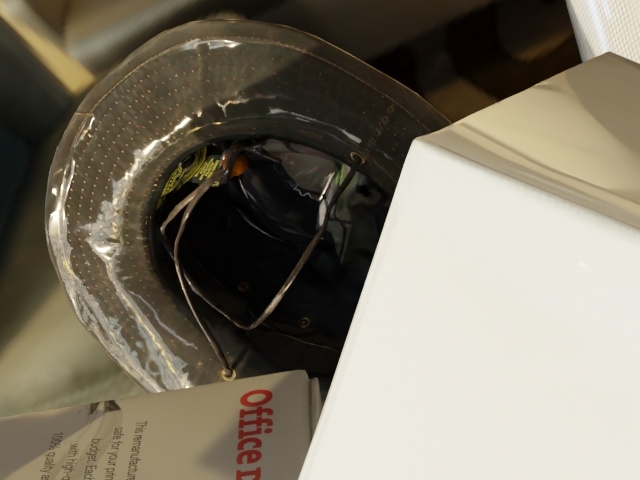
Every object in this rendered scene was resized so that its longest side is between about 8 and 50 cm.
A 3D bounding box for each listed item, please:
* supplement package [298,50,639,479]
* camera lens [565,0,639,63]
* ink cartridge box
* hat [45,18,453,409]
[{"bbox_3d":[0.099,0.114,0.429,0.198,0.199,0.262,-29,-40,-66],"label":"supplement package"},{"bbox_3d":[0.249,-0.082,0.829,0.219,0.219,0.274,-24,67,30],"label":"camera lens"},{"bbox_3d":[-0.124,0.171,0.780,0.273,0.114,0.197,-10,22,3],"label":"ink cartridge box"},{"bbox_3d":[0.000,0.000,1.037,0.331,0.331,0.134,-24,12,30],"label":"hat"}]
